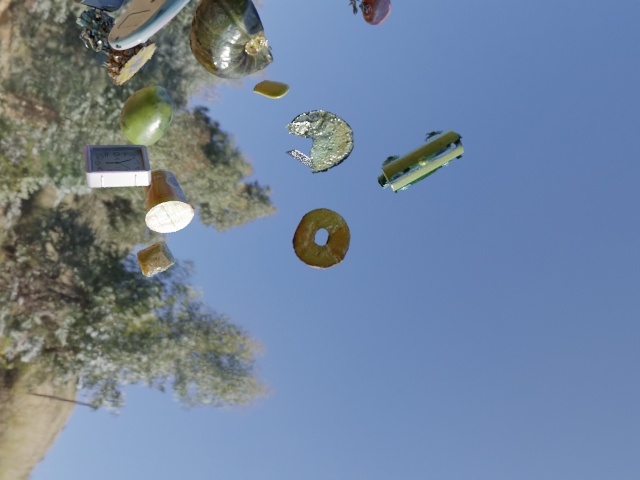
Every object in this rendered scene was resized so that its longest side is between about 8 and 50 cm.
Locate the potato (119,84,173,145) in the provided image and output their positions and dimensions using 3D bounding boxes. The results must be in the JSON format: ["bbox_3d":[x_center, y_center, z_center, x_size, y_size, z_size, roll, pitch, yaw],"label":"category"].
[{"bbox_3d":[-0.788,-0.562,2.315,0.304,0.216,0.215,-33,-132,42],"label":"potato"}]

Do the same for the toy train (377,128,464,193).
[{"bbox_3d":[0.330,-0.249,1.647,0.308,0.126,0.189,-29,-160,7],"label":"toy train"}]

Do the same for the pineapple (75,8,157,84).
[{"bbox_3d":[-0.845,-0.812,2.068,0.262,0.272,0.262,-42,-166,13],"label":"pineapple"}]

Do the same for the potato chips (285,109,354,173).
[{"bbox_3d":[-0.001,-0.331,1.673,0.202,0.220,0.029,-39,-154,21],"label":"potato chips"}]

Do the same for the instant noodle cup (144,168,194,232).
[{"bbox_3d":[-0.553,-0.150,1.820,0.168,0.168,0.185,-44,-126,27],"label":"instant noodle cup"}]

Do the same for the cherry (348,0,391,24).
[{"bbox_3d":[0.157,-0.746,1.653,0.090,0.225,0.106,24,-48,28],"label":"cherry"}]

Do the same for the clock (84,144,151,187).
[{"bbox_3d":[-0.663,-0.245,1.671,0.063,0.197,0.150,108,-31,-44],"label":"clock"}]

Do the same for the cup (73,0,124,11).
[{"bbox_3d":[-0.805,-0.938,1.818,0.169,0.177,0.222,-2,-79,43],"label":"cup"}]

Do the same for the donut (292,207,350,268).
[{"bbox_3d":[0.001,0.000,1.553,0.074,0.174,0.190,105,-12,-73],"label":"donut"}]

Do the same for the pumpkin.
[{"bbox_3d":[-0.304,-0.651,1.609,0.232,0.325,0.242,-28,-111,-4],"label":"pumpkin"}]

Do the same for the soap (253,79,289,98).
[{"bbox_3d":[-0.189,-0.556,1.869,0.169,0.033,0.089,20,-127,29],"label":"soap"}]

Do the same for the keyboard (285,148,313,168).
[{"bbox_3d":[-0.056,-0.331,2.137,0.064,0.198,0.010,-6,-114,45],"label":"keyboard"}]

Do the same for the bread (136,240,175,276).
[{"bbox_3d":[-0.626,0.072,1.930,0.125,0.106,0.082,-23,-152,-7],"label":"bread"}]

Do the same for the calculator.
[{"bbox_3d":[-0.381,-0.547,1.189,0.186,0.041,0.298,11,-119,38],"label":"calculator"}]
